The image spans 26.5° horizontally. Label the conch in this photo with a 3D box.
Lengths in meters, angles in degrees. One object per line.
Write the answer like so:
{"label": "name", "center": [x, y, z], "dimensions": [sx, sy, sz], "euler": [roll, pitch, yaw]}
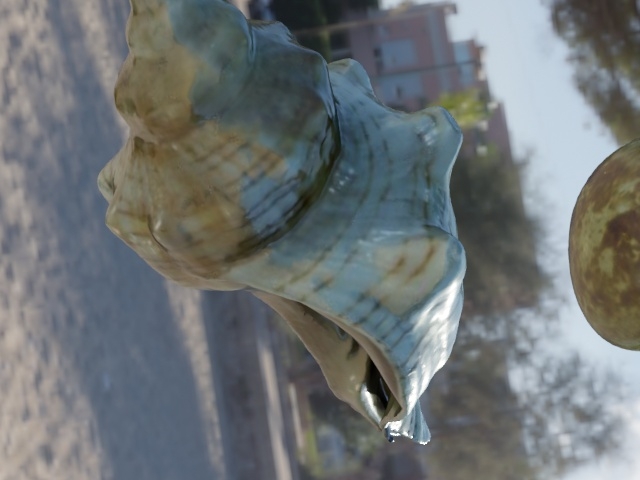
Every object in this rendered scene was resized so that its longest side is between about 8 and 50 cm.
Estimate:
{"label": "conch", "center": [0.009, -0.011, 0.750], "dimensions": [0.386, 0.169, 0.203], "euler": [40, 2, -39]}

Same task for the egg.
{"label": "egg", "center": [0.421, 0.007, 1.671], "dimensions": [0.238, 0.238, 0.289], "euler": [-101, -152, -66]}
